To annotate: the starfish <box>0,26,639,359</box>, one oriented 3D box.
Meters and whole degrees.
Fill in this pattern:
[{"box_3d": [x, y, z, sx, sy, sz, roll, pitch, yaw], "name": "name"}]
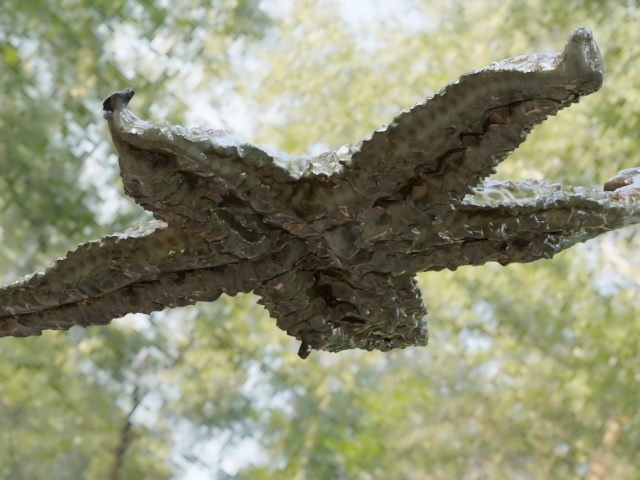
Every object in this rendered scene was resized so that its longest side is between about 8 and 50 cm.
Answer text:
[{"box_3d": [0.001, 0.005, 0.601, 0.295, 0.048, 0.231, -24, -26, 33], "name": "starfish"}]
